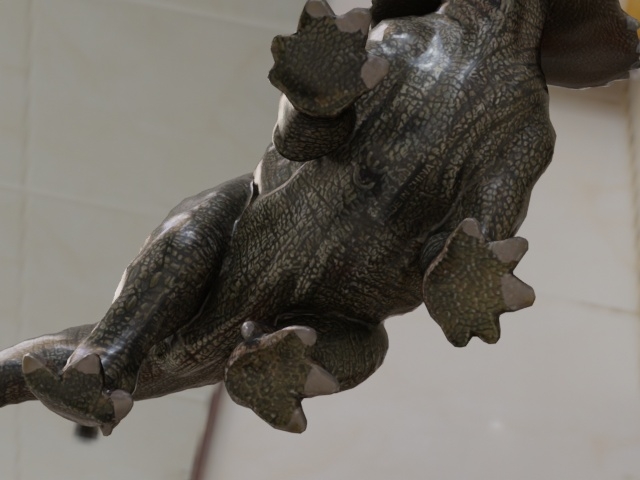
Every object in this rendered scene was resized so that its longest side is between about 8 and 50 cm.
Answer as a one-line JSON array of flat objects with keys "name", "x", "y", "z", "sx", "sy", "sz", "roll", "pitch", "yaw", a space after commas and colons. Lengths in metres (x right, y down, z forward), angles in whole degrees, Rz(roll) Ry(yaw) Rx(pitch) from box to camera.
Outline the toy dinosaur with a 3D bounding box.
[{"name": "toy dinosaur", "x": 0.000, "y": 0.000, "z": 0.515, "sx": 0.313, "sy": 0.121, "sz": 0.160, "roll": -50, "pitch": -5, "yaw": 17}]
